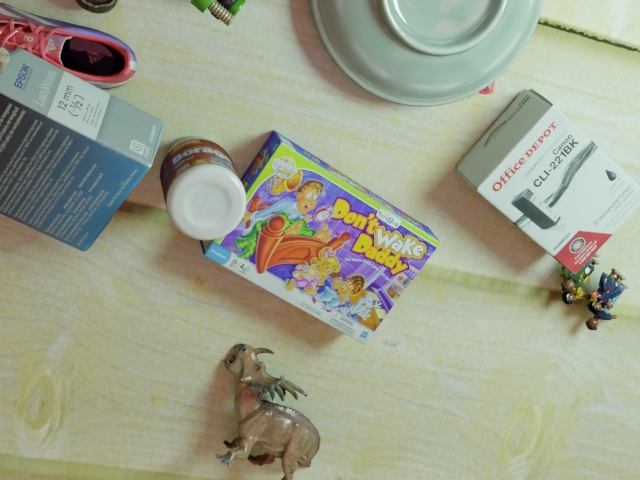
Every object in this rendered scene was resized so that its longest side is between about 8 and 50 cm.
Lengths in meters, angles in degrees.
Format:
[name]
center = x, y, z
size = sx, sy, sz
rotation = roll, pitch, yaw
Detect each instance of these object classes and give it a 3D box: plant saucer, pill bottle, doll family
[plant saucer]
center = 0.184, -0.404, 1.598
size = 0.400, 0.100, 0.401
rotation = -3, 108, -11
[pill bottle]
center = -0.190, -0.092, 1.593
size = 0.121, 0.216, 0.121
rotation = -5, 113, -12
[doll family]
center = 0.512, 0.097, 1.913
size = 0.193, 0.076, 0.111
rotation = 35, 81, -18

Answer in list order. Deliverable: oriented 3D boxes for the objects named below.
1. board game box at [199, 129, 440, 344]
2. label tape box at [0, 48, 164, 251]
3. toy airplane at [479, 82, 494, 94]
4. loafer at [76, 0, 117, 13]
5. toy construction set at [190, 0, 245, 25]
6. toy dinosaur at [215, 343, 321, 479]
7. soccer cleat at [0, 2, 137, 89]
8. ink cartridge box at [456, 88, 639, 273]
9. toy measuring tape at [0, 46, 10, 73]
[board game box]
center = 0.000, 0.000, 1.753
size = 0.347, 0.078, 0.233
rotation = 30, 103, -22
[label tape box]
center = -0.448, -0.152, 1.511
size = 0.347, 0.115, 0.249
rotation = 28, 134, -20
[toy airplane]
center = 0.251, -0.315, 1.707
size = 0.151, 0.028, 0.151
rotation = -4, 108, -11
[loafer]
center = -0.332, -0.457, 1.479
size = 0.094, 0.087, 0.251
rotation = -2, 112, -12
[toy construction set]
center = -0.132, -0.501, 1.434
size = 0.237, 0.257, 0.309
rotation = 38, 98, -13
[toy dinosaur]
center = -0.074, 0.340, 1.858
size = 0.295, 0.127, 0.200
rotation = 39, 92, -30
[soccer cleat]
center = -0.430, -0.292, 1.499
size = 0.318, 0.116, 0.109
rotation = 10, 92, -18
[ink cartridge box]
center = 0.408, -0.103, 1.785
size = 0.273, 0.114, 0.197
rotation = 37, 100, -23
[toy measuring tape]
center = -0.448, -0.396, 1.418
size = 0.121, 0.121, 0.330
rotation = -18, 80, -5
